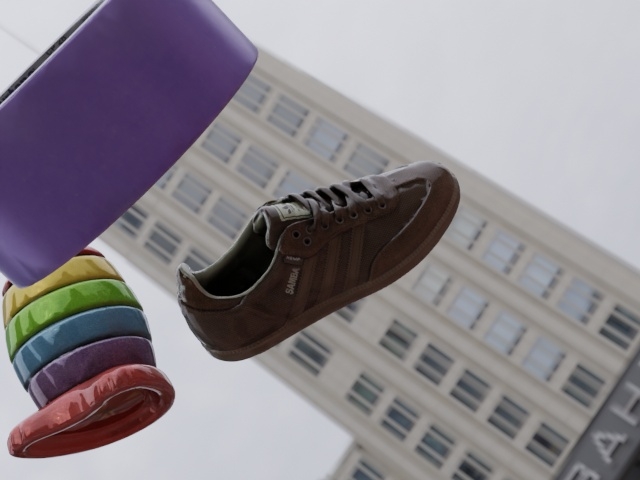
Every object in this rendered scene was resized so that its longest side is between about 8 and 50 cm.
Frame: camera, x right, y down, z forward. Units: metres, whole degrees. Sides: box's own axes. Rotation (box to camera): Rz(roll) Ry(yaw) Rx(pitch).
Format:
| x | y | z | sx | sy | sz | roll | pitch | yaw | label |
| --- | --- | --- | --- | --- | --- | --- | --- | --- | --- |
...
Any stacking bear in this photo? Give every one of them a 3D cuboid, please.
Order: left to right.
| x | y | z | sx | sy | sz | roll | pitch | yaw | label |
| --- | --- | --- | --- | --- | --- | --- | --- | --- | --- |
| -0.280 | 0.072 | 1.454 | 0.175 | 0.289 | 0.164 | -31 | -21 | 15 | stacking bear |

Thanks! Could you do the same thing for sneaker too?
| x | y | z | sx | sy | sz | roll | pitch | yaw | label |
| --- | --- | --- | --- | --- | --- | --- | --- | --- | --- |
| 0.000 | 0.000 | 0.803 | 0.188 | 0.066 | 0.071 | -36 | -49 | -8 | sneaker |

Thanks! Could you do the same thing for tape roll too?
| x | y | z | sx | sy | sz | roll | pitch | yaw | label |
| --- | --- | --- | --- | --- | --- | --- | --- | --- | --- |
| -0.128 | -0.068 | 0.730 | 0.189 | 0.080 | 0.189 | -41 | 15 | 13 | tape roll |
